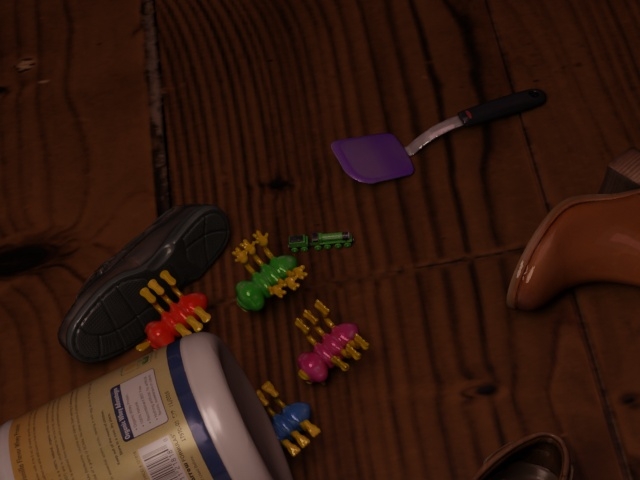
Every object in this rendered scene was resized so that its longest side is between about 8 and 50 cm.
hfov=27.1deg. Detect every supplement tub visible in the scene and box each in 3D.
[{"bbox_3d":[-0.204,0.254,1.354,0.316,0.228,0.228,-25,54,2],"label":"supplement tub"}]

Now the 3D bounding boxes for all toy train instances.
[{"bbox_3d":[0.000,0.000,1.657,0.083,0.024,0.017,-6,53,4],"label":"toy train"}]

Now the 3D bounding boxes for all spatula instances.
[{"bbox_3d":[0.163,-0.143,1.736,0.296,0.030,0.084,-21,55,-9],"label":"spatula"}]

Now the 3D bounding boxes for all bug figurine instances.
[{"bbox_3d":[-0.072,0.125,1.539,0.216,0.072,0.279,-39,65,-13],"label":"bug figurine"}]

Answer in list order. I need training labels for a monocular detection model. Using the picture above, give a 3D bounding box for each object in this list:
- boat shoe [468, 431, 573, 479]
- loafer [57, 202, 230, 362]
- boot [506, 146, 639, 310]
[{"bbox_3d":[0.161,0.285,1.287,0.123,0.116,0.324,19,28,19],"label":"boat shoe"},{"bbox_3d":[-0.224,0.048,1.624,0.084,0.096,0.267,17,49,42],"label":"loafer"},{"bbox_3d":[0.374,0.032,1.548,0.220,0.109,0.283,39,60,25],"label":"boot"}]
